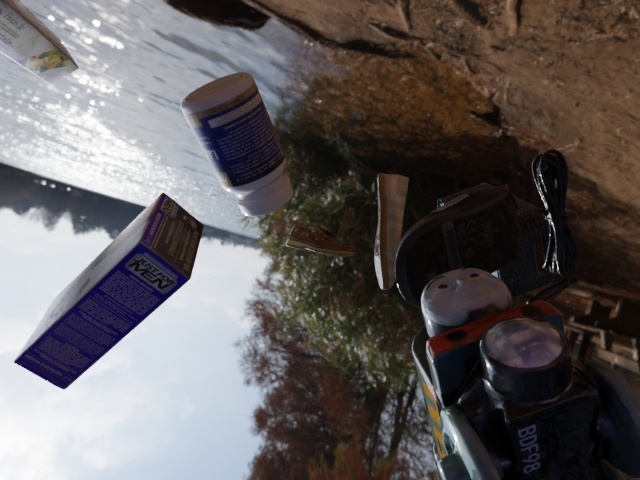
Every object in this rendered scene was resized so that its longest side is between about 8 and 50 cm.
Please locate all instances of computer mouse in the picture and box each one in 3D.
[{"bbox_3d":[0.193,0.022,0.561,0.262,0.184,0.060,-29,-158,-20],"label":"computer mouse"}]

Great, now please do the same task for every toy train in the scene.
[{"bbox_3d":[0.156,0.182,0.400,0.142,0.333,0.190,-20,-155,-3],"label":"toy train"}]

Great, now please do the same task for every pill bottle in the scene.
[{"bbox_3d":[-0.159,-0.191,0.991,0.153,0.153,0.264,15,137,47],"label":"pill bottle"}]

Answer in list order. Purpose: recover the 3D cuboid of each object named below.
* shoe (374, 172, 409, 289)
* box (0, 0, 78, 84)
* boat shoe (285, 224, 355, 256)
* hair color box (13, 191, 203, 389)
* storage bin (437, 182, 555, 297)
[{"bbox_3d":[0.134,-0.015,0.896,0.058,0.219,0.076,0,-174,-1],"label":"shoe"},{"bbox_3d":[-0.447,-0.308,0.713,0.067,0.063,0.324,56,173,-10],"label":"box"},{"bbox_3d":[0.000,0.000,1.107,0.178,0.060,0.064,11,177,32],"label":"boat shoe"},{"bbox_3d":[-0.366,0.087,0.855,0.110,0.339,0.185,44,-163,-25],"label":"hair color box"},{"bbox_3d":[0.260,-0.002,0.737,0.084,0.122,0.180,-20,-156,-3],"label":"storage bin"}]
